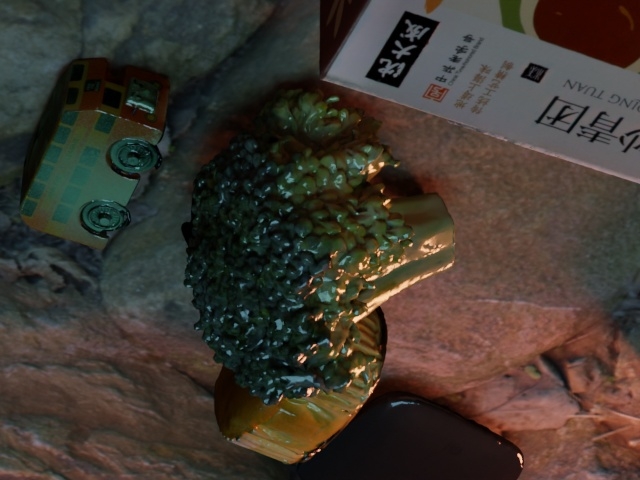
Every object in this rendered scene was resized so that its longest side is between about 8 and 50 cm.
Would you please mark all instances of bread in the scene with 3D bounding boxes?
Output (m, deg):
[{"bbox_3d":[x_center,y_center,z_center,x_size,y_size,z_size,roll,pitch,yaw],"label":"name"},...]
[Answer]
[{"bbox_3d":[-0.026,0.121,1.761,0.114,0.132,0.190,26,128,-28],"label":"bread"}]

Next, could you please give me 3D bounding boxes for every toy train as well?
[{"bbox_3d":[-0.195,-0.070,1.591,0.099,0.072,0.188,16,135,-18],"label":"toy train"}]

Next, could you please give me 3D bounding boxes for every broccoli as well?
[{"bbox_3d":[0.000,0.000,1.618,0.243,0.263,0.247,-10,178,-26],"label":"broccoli"}]

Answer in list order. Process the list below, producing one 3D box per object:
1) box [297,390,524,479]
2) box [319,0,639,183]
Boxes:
[{"bbox_3d":[0.096,0.237,1.959,0.212,0.042,0.201,27,131,-29],"label":"box"},{"bbox_3d":[0.230,-0.235,1.375,0.344,0.122,0.385,16,135,-18],"label":"box"}]
